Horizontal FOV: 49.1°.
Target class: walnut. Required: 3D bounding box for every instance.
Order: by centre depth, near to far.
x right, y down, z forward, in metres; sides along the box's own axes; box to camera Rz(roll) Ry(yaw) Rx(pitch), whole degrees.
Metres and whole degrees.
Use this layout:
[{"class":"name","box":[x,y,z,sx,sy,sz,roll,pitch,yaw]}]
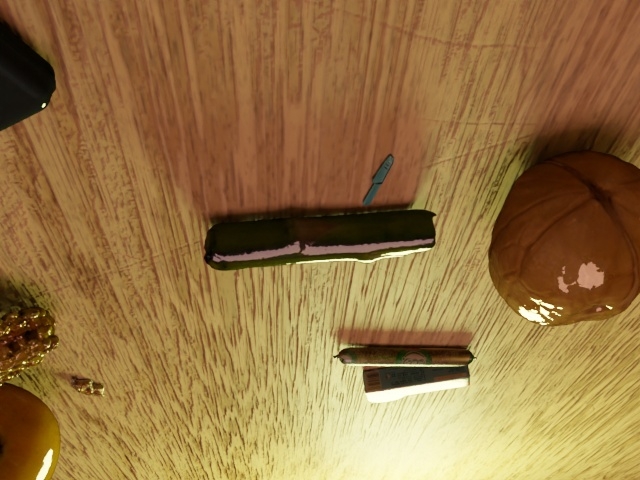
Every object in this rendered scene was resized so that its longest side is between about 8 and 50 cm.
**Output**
[{"class":"walnut","box":[0.286,0.005,0.791,0.193,0.193,0.225,-3,148,-5]}]

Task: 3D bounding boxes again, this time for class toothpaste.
[{"class":"toothpaste","box":[0.179,0.260,1.305,0.194,0.044,0.070,-10,149,6]}]

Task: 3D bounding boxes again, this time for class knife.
[{"class":"knife","box":[0.065,-0.068,0.797,0.014,0.005,0.091,3,146,-18]}]

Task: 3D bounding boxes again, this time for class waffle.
[{"class":"waffle","box":[-0.446,0.152,0.924,0.193,0.070,0.197,-24,171,-13]}]

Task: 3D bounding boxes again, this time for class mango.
[{"class":"mango","box":[-0.597,0.346,1.144,0.378,0.221,0.264,-19,150,34]}]

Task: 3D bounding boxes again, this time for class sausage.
[{"class":"sausage","box":[0.151,0.202,1.217,0.269,0.032,0.033,3,147,-15]}]

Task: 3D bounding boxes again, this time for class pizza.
[{"class":"pizza","box":[-0.404,0.256,1.218,0.037,0.016,0.083,-23,143,14]}]

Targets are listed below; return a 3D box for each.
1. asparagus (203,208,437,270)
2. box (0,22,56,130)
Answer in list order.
[{"class":"asparagus","box":[0.000,-0.002,0.844,0.278,0.060,0.067,-3,129,-6]},{"class":"box","box":[-0.357,-0.128,0.583,0.230,0.050,0.160,-19,146,20]}]
